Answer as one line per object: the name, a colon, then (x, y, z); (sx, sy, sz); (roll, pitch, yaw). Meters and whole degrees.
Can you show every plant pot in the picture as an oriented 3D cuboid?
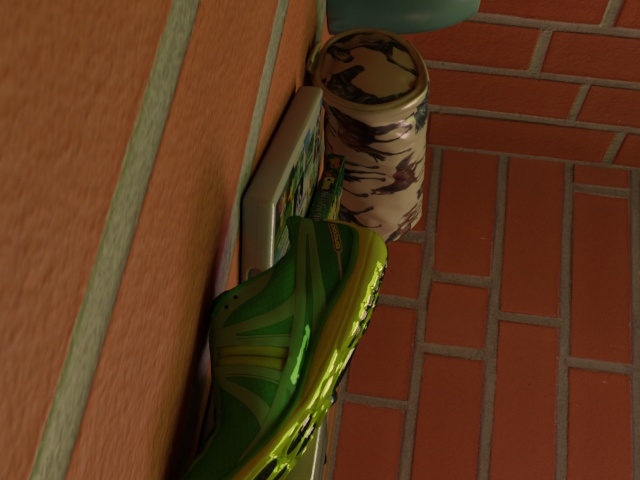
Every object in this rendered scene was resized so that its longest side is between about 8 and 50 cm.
plant pot: (0.146, -0.462, 1.382); (0.293, 0.235, 0.293); (8, 90, -85)

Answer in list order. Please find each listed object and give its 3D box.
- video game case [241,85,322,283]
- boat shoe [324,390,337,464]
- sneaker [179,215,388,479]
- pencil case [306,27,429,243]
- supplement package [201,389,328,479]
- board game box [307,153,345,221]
video game case: (-0.045, 0.012, 1.028); (0.329, 0.036, 0.300); (-72, 169, -60)
boat shoe: (-0.012, 0.245, 1.413); (0.109, 0.089, 0.258); (-71, 167, -67)
sneaker: (-0.048, 0.107, 0.732); (0.295, 0.123, 0.109); (-60, 165, -24)
pencil case: (0.071, -0.146, 1.333); (0.410, 0.184, 0.159); (83, 10, -61)
supplement package: (-0.051, 0.214, 0.841); (0.179, 0.105, 0.105); (86, 13, -63)
board game box: (0.000, 0.000, 1.143); (0.259, 0.030, 0.136); (-74, 168, -58)
